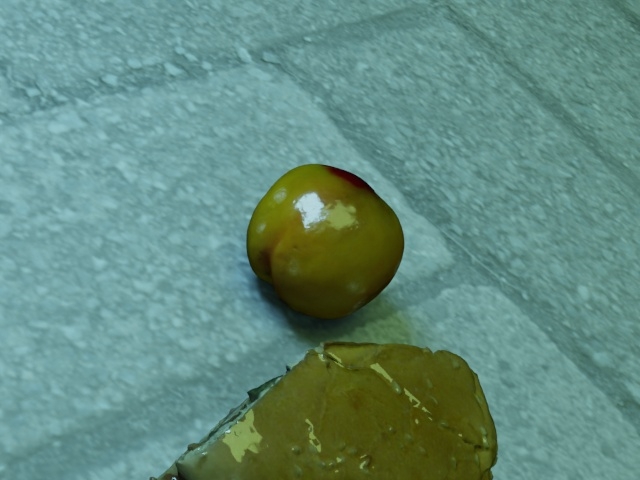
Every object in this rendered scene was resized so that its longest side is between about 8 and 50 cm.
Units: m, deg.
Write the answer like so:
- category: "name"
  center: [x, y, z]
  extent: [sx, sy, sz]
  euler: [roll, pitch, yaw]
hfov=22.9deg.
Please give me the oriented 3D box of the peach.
- category: "peach"
  center: [0.000, 0.000, 1.387]
  extent: [0.138, 0.138, 0.138]
  euler: [20, 38, -16]

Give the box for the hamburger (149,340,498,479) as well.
- category: "hamburger"
  center: [0.007, 0.171, 1.180]
  extent: [0.245, 0.155, 0.282]
  euler: [37, 41, -5]
